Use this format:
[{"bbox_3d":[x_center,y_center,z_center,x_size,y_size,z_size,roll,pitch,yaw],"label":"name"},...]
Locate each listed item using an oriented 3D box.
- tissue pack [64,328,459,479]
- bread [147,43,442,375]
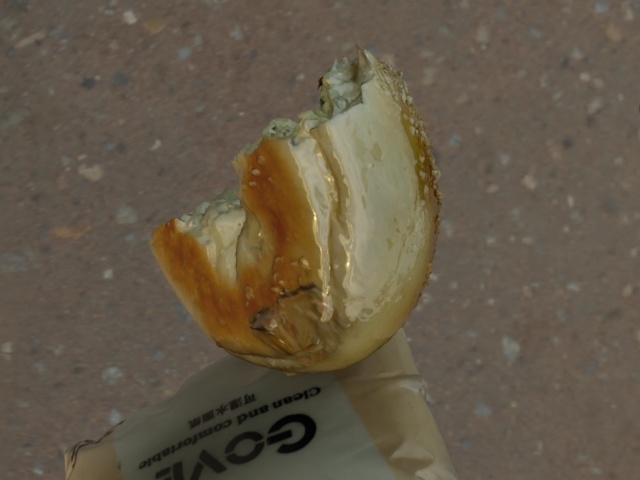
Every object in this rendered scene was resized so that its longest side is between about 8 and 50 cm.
[{"bbox_3d":[-0.053,0.242,1.075,0.375,0.390,0.195,-30,124,6],"label":"tissue pack"},{"bbox_3d":[0.004,0.002,0.992,0.171,0.314,0.192,-21,75,-37],"label":"bread"}]
